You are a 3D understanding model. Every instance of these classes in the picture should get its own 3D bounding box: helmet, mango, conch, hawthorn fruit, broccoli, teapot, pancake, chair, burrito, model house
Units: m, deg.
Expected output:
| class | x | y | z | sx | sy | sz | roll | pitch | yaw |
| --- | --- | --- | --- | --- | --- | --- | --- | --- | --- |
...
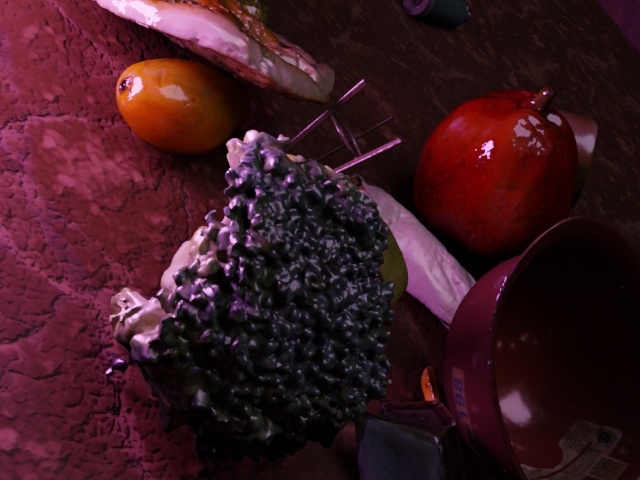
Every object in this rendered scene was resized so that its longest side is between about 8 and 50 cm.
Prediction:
| class | x | y | z | sx | sy | sz | roll | pitch | yaw |
| --- | --- | --- | --- | --- | --- | --- | --- | --- | --- |
| helmet | 0.288 | 0.163 | 1.385 | 0.337 | 0.230 | 0.385 | -26 | 102 | -29 |
| mango | -0.173 | -0.179 | 1.387 | 0.138 | 0.113 | 0.253 | 50 | 25 | 14 |
| conch | -0.132 | -0.364 | 1.692 | 0.089 | 0.074 | 0.121 | 12 | 55 | 5 |
| hawthorn fruit | 0.293 | -0.121 | 1.667 | 0.265 | 0.307 | 0.265 | 13 | 42 | -12 |
| broccoli | -0.090 | 0.059 | 1.100 | 0.293 | 0.281 | 0.348 | -10 | 96 | -30 |
| teapot | 0.429 | -0.165 | 1.990 | 0.175 | 0.186 | 0.267 | 12 | 9 | 6 |
| pancake | -0.147 | -0.297 | 1.449 | 0.386 | 0.082 | 0.387 | 24 | 16 | -7 |
| chair | 0.006 | -0.125 | 1.467 | 0.104 | 0.221 | 0.095 | 61 | 8 | 8 |
| burrito | 0.160 | 0.050 | 1.546 | 0.392 | 0.076 | 0.117 | 48 | 39 | 7 |
| model house | 0.122 | 0.273 | 1.253 | 0.152 | 0.106 | 0.165 | -14 | 100 | -66 |

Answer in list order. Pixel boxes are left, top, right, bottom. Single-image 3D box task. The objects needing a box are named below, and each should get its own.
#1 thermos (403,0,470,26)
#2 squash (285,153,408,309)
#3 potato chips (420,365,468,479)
| class | x | y | z | sx | sy | sz | roll | pitch | yaw |
| --- | --- | --- | --- | --- | --- | --- | --- | --- | --- |
| thermos | 0.269 | -0.525 | 2.290 | 0.073 | 0.083 | 0.187 | 16 | 8 | 41 |
| squash | 0.000 | 0.000 | 1.290 | 0.252 | 0.252 | 0.049 | 44 | 67 | -3 |
| potato chips | 0.166 | 0.256 | 1.371 | 0.037 | 0.026 | 0.204 | 22 | 39 | -39 |
